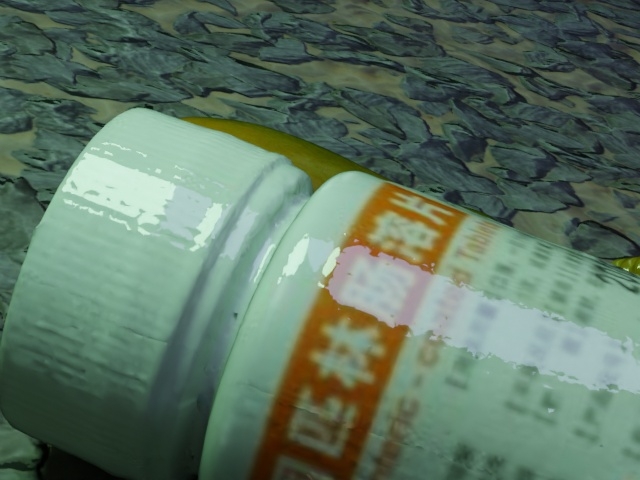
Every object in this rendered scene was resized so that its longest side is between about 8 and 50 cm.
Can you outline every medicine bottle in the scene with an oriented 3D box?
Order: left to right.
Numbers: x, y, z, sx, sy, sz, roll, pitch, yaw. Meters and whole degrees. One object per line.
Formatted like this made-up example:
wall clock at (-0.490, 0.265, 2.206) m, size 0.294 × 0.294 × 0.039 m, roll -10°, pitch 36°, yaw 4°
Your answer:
medicine bottle at (0.039, 0.079, 0.760) m, size 0.371 × 0.211 × 0.211 m, roll 21°, pitch 27°, yaw 9°

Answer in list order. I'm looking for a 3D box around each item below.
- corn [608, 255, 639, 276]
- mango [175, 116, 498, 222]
corn at (0.254, 0.055, 0.864) m, size 0.120 × 0.120 × 0.363 m, roll -11°, pitch -3°, yaw -42°
mango at (-0.001, 0.001, 0.979) m, size 0.289 × 0.129 × 0.146 m, roll 16°, pitch 17°, yaw -10°
